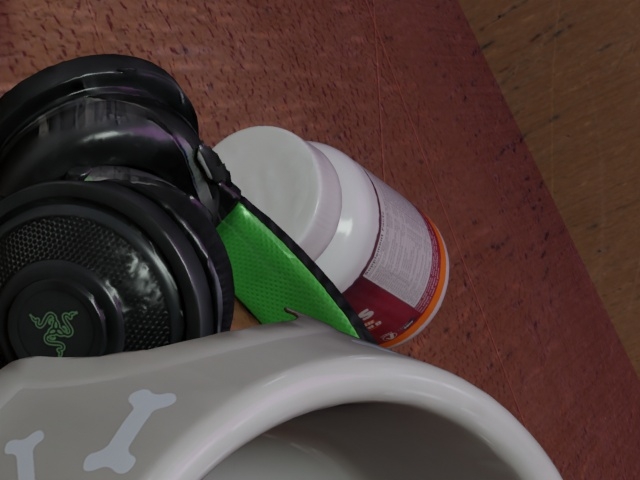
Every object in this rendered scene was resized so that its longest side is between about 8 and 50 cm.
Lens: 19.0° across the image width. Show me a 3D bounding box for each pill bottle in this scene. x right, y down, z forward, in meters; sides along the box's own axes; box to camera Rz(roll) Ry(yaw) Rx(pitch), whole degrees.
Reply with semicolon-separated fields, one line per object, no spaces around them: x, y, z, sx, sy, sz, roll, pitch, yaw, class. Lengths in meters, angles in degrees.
0.000;0.000;1.357;0.221;0.121;0.121;32;36;-61;pill bottle

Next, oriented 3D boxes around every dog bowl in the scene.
-0.018;0.194;0.732;0.349;0.102;0.348;-2;93;-44;dog bowl

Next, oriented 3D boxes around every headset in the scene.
-0.098;-0.020;0.946;0.394;0.185;0.243;35;20;-23;headset
